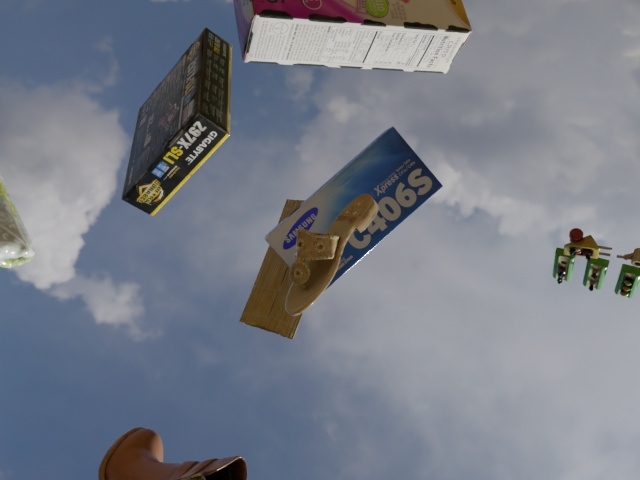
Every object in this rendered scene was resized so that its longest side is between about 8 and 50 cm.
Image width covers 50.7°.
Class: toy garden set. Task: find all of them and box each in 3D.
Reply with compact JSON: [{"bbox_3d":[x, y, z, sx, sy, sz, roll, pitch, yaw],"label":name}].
[{"bbox_3d":[0.612,0.067,1.413,0.244,0.204,0.049,15,-115,23],"label":"toy garden set"}]

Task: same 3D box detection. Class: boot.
[{"bbox_3d":[-0.205,0.330,0.930,0.220,0.109,0.283,-28,-165,13],"label":"boot"}]

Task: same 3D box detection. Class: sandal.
[{"bbox_3d":[-0.004,0.000,1.059,0.088,0.079,0.240,3,-130,54],"label":"sandal"}]

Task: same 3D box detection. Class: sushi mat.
[{"bbox_3d":[-0.067,0.058,1.535,0.151,0.019,0.316,14,-102,33],"label":"sushi mat"}]

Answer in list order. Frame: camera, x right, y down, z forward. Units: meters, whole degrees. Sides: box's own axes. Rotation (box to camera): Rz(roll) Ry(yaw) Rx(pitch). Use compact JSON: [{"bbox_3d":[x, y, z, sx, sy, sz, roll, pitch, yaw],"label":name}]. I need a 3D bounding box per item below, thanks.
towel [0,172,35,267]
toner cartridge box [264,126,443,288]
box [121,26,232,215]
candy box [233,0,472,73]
[{"bbox_3d":[-0.664,-0.088,1.038,0.374,0.090,0.320,-9,-109,-59],"label":"towel"},{"bbox_3d":[0.067,-0.059,1.396,0.348,0.165,0.075,-42,-175,-2],"label":"toner cartridge box"},{"bbox_3d":[-0.282,-0.241,1.351,0.257,0.079,0.322,-39,-144,28],"label":"box"},{"bbox_3d":[0.027,-0.265,0.719,0.233,0.071,0.159,-2,-117,-19],"label":"candy box"}]
